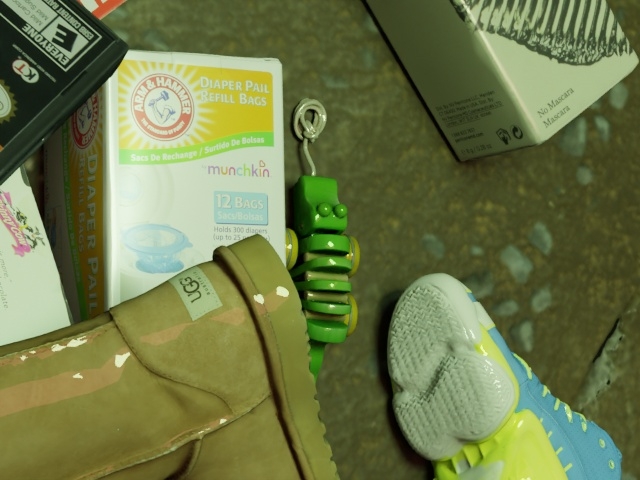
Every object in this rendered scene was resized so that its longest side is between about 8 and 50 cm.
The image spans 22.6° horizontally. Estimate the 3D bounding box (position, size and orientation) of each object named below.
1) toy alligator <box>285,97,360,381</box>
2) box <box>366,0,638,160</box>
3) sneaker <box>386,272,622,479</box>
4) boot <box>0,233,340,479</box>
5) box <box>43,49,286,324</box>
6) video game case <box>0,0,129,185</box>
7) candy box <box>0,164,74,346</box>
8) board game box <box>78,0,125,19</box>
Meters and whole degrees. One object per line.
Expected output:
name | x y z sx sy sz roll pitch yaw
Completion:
toy alligator | 0.000 0.000 1.000 0.056 0.051 0.190 6 82 -29
box | 0.085 -0.197 1.042 0.113 0.094 0.275 -39 104 -26
sneaker | 0.127 0.126 1.052 0.126 0.091 0.240 -22 95 -47
boot | -0.131 0.126 0.794 0.269 0.089 0.236 -22 128 -14
box | -0.091 -0.002 0.921 0.114 0.103 0.203 2 84 -29
video game case | -0.266 -0.108 0.760 0.275 0.035 0.248 40 50 -4
candy box | -0.235 0.008 0.801 0.196 0.070 0.165 3 55 -42
board game box | -0.197 -0.195 0.915 0.147 0.045 0.193 -42 105 -25
